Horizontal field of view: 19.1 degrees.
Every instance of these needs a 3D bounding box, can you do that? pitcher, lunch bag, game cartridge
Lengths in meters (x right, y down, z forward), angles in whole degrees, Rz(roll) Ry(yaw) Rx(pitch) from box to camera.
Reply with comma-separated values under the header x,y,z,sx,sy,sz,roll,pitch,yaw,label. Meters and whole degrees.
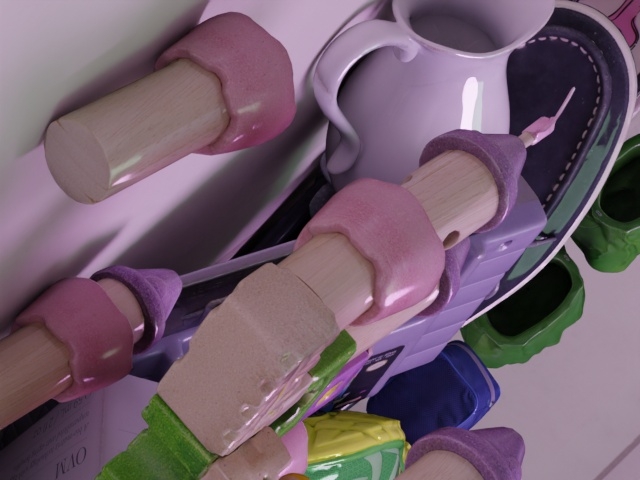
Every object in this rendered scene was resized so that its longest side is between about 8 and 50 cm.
x,y,z,sx,sy,sz,roll,pitch,yaw,label
0.055,-0.088,1.301,0.178,0.125,0.207,-19,149,-29,pitcher
0.088,0.128,1.492,0.098,0.067,0.065,-41,166,23,lunch bag
-0.035,0.073,1.288,0.355,0.068,0.230,-18,154,-28,game cartridge

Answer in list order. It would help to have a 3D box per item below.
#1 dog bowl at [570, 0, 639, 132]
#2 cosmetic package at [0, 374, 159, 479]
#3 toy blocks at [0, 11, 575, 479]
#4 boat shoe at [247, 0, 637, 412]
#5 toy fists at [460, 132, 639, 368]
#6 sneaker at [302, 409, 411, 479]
x,y,z,sx,sy,sz,roll,pitch,yaw,label
0.229,-0.146,1.851,0.408,0.150,0.408,-48,173,-8,dog bowl
-0.133,0.232,1.141,0.224,0.138,0.224,-38,-136,45,cosmetic package
0.005,0.069,0.975,0.260,0.309,0.288,-32,164,-45,toy blocks
0.063,0.004,1.532,0.500,0.187,0.156,-43,178,2,boat shoe
0.239,0.011,1.785,0.279,0.096,0.142,-46,163,-8,toy fists
0.013,0.186,1.338,0.295,0.109,0.123,43,49,-69,sneaker
